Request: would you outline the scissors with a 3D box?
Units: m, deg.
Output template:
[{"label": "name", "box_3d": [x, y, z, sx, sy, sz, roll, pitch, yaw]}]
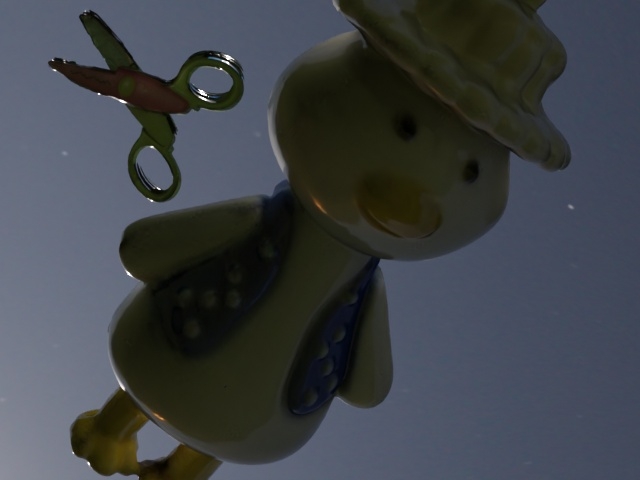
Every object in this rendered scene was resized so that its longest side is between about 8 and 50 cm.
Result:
[{"label": "scissors", "box_3d": [-0.154, -0.127, 0.999, 0.187, 0.020, 0.133, 37, -83, 27]}]

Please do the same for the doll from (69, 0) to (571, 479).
[{"label": "doll", "box_3d": [0.000, 0.000, 0.505, 0.138, 0.119, 0.293, 35, -73, -14]}]
